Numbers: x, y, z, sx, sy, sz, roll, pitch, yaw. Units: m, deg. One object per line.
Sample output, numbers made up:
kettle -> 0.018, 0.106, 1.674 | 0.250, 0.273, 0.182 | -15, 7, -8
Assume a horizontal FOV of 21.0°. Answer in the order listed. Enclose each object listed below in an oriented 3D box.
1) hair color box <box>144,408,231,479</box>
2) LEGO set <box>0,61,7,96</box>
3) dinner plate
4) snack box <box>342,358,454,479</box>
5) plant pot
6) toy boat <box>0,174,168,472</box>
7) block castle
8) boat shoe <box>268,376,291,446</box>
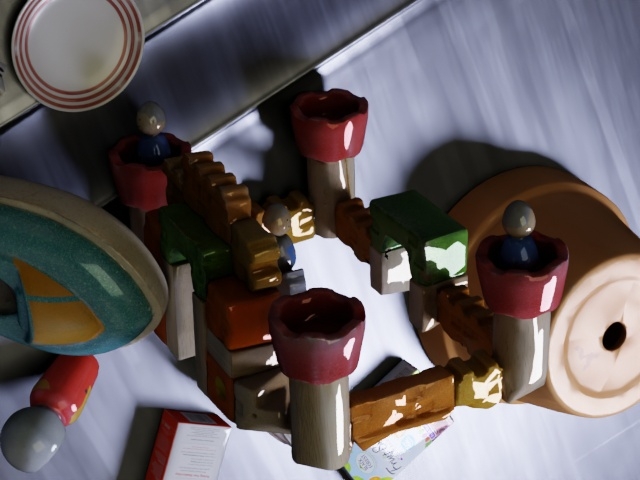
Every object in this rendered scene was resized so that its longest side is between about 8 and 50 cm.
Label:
hair color box -> -0.154, 0.263, 1.932 | 0.072, 0.043, 0.141 | 10, 102, -32
LEGO set -> -0.385, -0.156, 1.528 | 0.087, 0.093, 0.227 | -42, 131, 19
dinner plate -> -0.243, -0.198, 1.726 | 0.141, 0.017, 0.141 | -10, 113, -26
snack box -> 0.080, 0.225, 2.056 | 0.141, 0.037, 0.100 | -41, 122, -10
plant pot -> 0.286, 0.079, 2.021 | 0.291, 0.203, 0.291 | -11, 113, -27
toy boat -> -0.277, 0.085, 1.694 | 0.318, 0.267, 0.148 | 89, 21, -44
block castle -> 0.000, 0.000, 1.684 | 0.303, 0.453, 0.213 | -16, 122, -23
boat shoe -> -0.076, 0.147, 1.911 | 0.277, 0.096, 0.098 | 59, 34, -47
